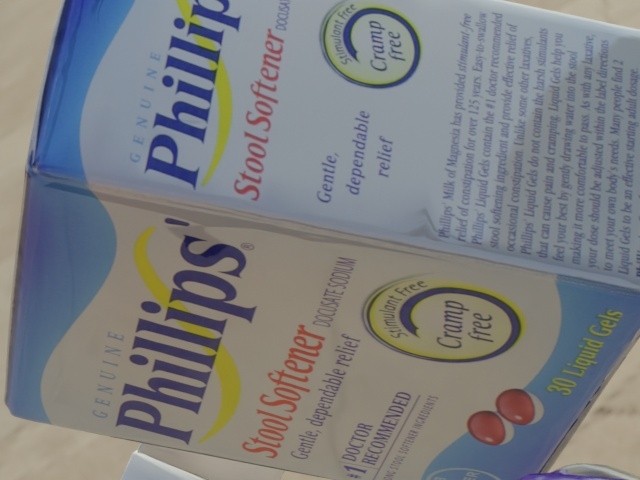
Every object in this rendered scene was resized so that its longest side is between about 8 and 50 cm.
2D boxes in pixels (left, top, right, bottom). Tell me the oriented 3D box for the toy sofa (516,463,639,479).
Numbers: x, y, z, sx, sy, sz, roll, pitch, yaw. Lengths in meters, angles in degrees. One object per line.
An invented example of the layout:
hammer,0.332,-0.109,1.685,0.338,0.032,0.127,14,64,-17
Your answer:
toy sofa,0.144,0.133,0.434,0.362,0.177,0.150,-7,-10,41

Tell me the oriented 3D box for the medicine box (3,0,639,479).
medicine box,0.000,0.000,0.969,0.263,0.289,0.149,110,170,-59

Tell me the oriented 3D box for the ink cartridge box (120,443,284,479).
ink cartridge box,-0.105,0.319,1.679,0.119,0.207,0.353,19,82,41
